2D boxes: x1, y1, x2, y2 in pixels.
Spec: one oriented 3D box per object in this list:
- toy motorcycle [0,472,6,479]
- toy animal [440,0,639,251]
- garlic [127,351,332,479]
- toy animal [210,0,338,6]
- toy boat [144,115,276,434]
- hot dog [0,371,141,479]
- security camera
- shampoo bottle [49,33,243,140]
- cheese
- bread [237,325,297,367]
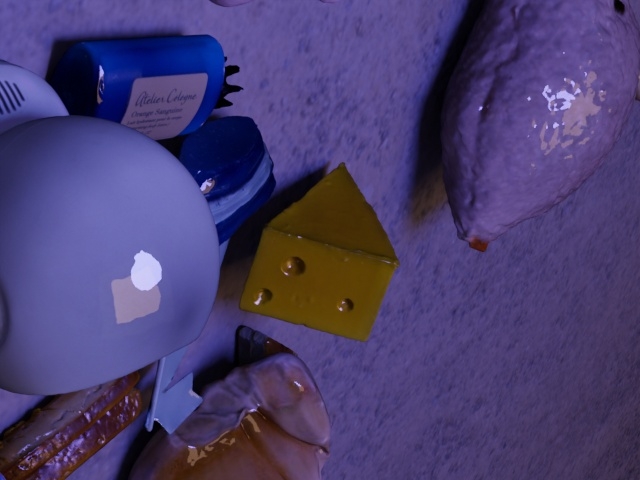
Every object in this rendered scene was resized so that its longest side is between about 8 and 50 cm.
[{"bbox_3d":[-0.295,0.235,1.135,0.114,0.076,0.205,-15,127,-63],"label":"toy motorcycle"},{"bbox_3d":[0.240,-0.154,1.586,0.226,0.188,0.358,17,99,-56],"label":"toy animal"},{"bbox_3d":[-0.085,0.226,1.427,0.217,0.110,0.228,-32,127,-17],"label":"garlic"},{"bbox_3d":[-0.073,-0.229,1.094,0.212,0.124,0.124,-7,121,-34],"label":"toy animal"},{"bbox_3d":[-0.110,0.034,1.240,0.210,0.070,0.291,-1,111,-74],"label":"toy boat"},{"bbox_3d":[-0.212,0.160,1.233,0.165,0.045,0.071,-39,145,-38],"label":"hot dog"},{"bbox_3d":[-0.175,-0.003,0.959,0.194,0.236,0.194,-41,144,-40],"label":"security camera"},{"bbox_3d":[-0.130,-0.115,1.134,0.183,0.050,0.087,-15,133,-55],"label":"shampoo bottle"},{"bbox_3d":[0.000,0.000,1.390,0.171,0.126,0.093,-86,-166,-59],"label":"cheese"},{"bbox_3d":[-0.052,0.124,1.476,0.062,0.043,0.109,-31,137,-43],"label":"bread"}]
